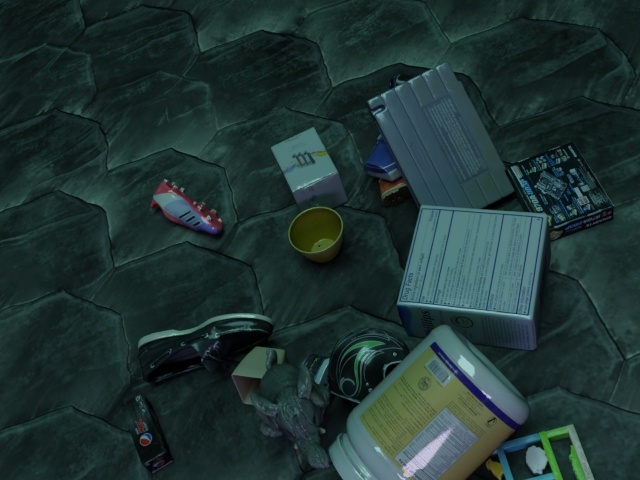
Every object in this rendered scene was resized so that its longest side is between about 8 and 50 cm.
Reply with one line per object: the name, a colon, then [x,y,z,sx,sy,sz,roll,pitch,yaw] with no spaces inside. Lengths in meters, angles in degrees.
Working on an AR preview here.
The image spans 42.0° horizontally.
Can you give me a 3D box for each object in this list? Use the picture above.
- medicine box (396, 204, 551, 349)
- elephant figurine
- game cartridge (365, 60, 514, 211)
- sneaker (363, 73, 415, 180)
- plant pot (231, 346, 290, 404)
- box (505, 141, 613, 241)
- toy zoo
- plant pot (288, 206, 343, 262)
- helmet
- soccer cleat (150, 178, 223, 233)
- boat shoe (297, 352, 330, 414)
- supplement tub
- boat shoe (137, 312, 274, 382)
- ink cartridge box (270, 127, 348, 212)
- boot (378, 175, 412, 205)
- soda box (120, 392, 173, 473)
medicine box: [0.338,0.077,1.815,0.289,0.149,0.264,5,57,21]
elephant figurine: [-0.050,0.324,1.629,0.186,0.239,0.169,21,83,0]
game cartridge: [0.288,-0.223,1.989,0.230,0.068,0.355,-26,88,-7]
sneaker: [0.204,-0.311,2.093,0.127,0.182,0.315,16,55,43]
plant pot: [-0.119,0.296,1.836,0.109,0.109,0.096,3,45,19]
box: [0.555,-0.115,1.945,0.175,0.051,0.220,-21,52,2]
toy zoo: [0.373,0.480,1.593,0.293,0.030,0.192,-17,53,6]
plant pot: [0.000,0.000,2.008,0.134,0.095,0.134,-9,54,12]
helmet: [0.103,0.261,1.744,0.169,0.169,0.162,15,83,26]
soccer cleat: [-0.352,-0.070,2.191,0.248,0.083,0.095,36,101,29]
boat shoe: [-0.028,0.334,1.809,0.083,0.065,0.183,10,66,49]
supplement tub: [0.201,0.349,1.573,0.331,0.241,0.241,-46,53,6]
boat shoe: [-0.263,0.254,1.892,0.340,0.127,0.113,-11,54,12]
ink cartridge box: [-0.027,-0.167,2.115,0.127,0.128,0.176,-24,53,-1]
boot: [0.220,-0.150,2.073,0.157,0.059,0.085,-18,48,6]
soda box: [-0.387,0.427,1.852,0.060,0.053,0.169,-30,52,-4]
